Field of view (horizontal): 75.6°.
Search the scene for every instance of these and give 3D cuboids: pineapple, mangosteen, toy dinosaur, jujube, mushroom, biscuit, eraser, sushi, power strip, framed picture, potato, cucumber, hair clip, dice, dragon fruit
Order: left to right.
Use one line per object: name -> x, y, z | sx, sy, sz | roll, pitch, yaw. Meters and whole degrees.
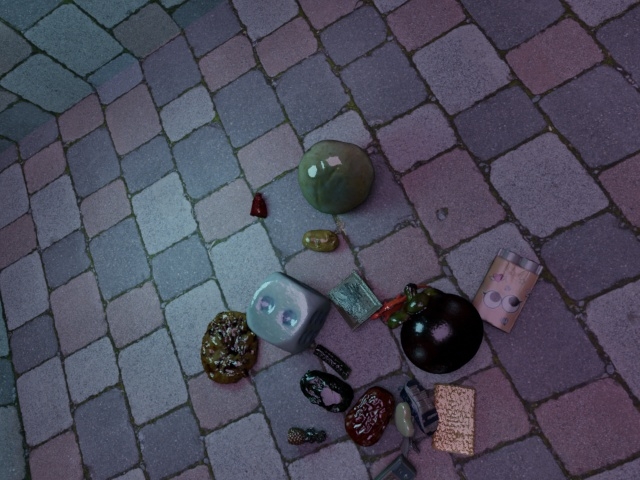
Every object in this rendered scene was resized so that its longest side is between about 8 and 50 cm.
biscuit -> -0.429, 0.493, 1.910 | 0.290, 0.081, 0.334 | 8, 82, 20
dragon fruit -> -0.307, -0.179, 2.032 | 0.097, 0.063, 0.131 | 5, 79, 18
dice -> -0.133, 0.304, 1.757 | 0.263, 0.268, 0.264 | 28, 87, 21
pineapple -> -0.056, 0.819, 1.725 | 0.159, 0.074, 0.074 | -3, 77, 9
potato -> 0.000, 0.000, 1.886 | 0.171, 0.080, 0.107 | 8, 68, 21
sushi -> 0.024, 0.621, 1.710 | 0.225, 0.127, 0.124 | 22, 85, 23
cucumber -> 0.050, 0.516, 1.766 | 0.187, 0.058, 0.058 | 36, 90, 23
mushroom -> 0.065, -0.285, 1.827 | 0.352, 0.260, 0.352 | 9, 125, 13
framed picture -> 0.143, 0.254, 1.779 | 0.173, 0.010, 0.231 | -43, 50, 5
jujube -> 0.196, 0.689, 1.629 | 0.155, 0.155, 0.230 | 29, 86, 21
power strip -> 0.288, 0.947, 1.586 | 0.145, 0.061, 0.215 | 44, 101, 10
toy dinosaur -> 0.325, 0.251, 1.691 | 0.286, 0.139, 0.070 | -32, 71, 8
hair clip -> 0.323, 0.717, 1.588 | 0.071, 0.159, 0.218 | -11, 103, -17
mangosteen -> 0.436, 0.334, 1.544 | 0.330, 0.330, 0.330 | -4, 77, 17
biscuit -> 0.513, 0.684, 1.590 | 0.160, 0.030, 0.249 | 1, 78, 19
eraser -> 0.714, 0.193, 1.608 | 0.171, 0.087, 0.290 | 28, 88, 20

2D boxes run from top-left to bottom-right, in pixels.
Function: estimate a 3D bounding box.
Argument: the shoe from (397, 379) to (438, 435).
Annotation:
shoe -> 0.378, 0.655, 1.611 | 0.106, 0.092, 0.207 | -55, 52, 43
